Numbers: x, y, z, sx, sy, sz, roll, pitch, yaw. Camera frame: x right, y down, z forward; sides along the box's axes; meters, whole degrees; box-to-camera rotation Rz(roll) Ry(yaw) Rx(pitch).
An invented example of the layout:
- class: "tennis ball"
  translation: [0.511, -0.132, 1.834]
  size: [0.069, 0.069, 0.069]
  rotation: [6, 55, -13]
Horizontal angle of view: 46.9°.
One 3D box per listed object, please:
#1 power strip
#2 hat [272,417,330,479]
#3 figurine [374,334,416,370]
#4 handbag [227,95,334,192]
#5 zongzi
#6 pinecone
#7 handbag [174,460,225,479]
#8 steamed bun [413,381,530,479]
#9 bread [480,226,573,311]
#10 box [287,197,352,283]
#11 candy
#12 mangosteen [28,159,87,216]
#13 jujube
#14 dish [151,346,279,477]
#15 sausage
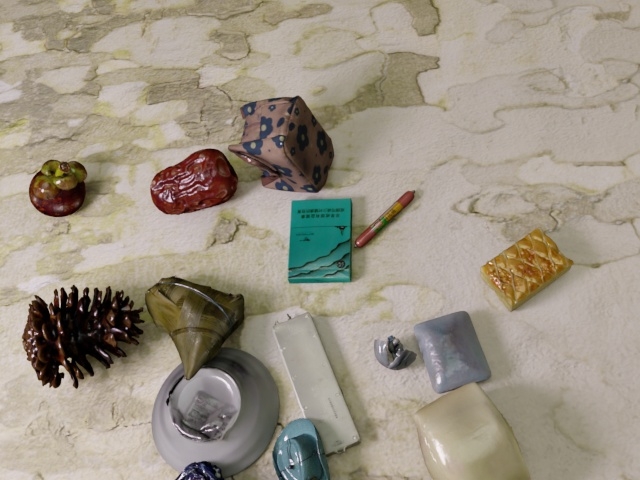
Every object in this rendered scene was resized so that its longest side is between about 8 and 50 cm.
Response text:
- class: "power strip"
  translation: [-0.016, 0.329, 1.735]
  size: [0.106, 0.043, 0.367]
  rotation: [-22, 64, -3]
- class: "hat"
  translation: [-0.049, 0.487, 1.626]
  size: [0.138, 0.078, 0.191]
  rotation: [-36, 62, 25]
- class: "figurine"
  translation: [0.168, 0.256, 1.717]
  size: [0.082, 0.094, 0.086]
  rotation: [-24, 57, -17]
- class: "handbag"
  translation: [-0.102, -0.241, 1.916]
  size: [0.193, 0.251, 0.190]
  rotation: [3, 64, 29]
- class: "zongzi"
  translation: [-0.343, 0.207, 1.752]
  size: [0.251, 0.125, 0.274]
  rotation: [14, 39, 18]
- class: "pinecone"
  translation: [-0.564, 0.219, 1.768]
  size: [0.292, 0.246, 0.246]
  rotation: [-18, 63, -12]
- class: "handbag"
  translation: [-0.285, 0.608, 1.586]
  size: [0.162, 0.113, 0.260]
  rotation: [39, 89, 22]
- class: "steamed bun"
  translation: [0.316, 0.439, 1.569]
  size: [0.200, 0.154, 0.250]
  rotation: [-26, 61, -5]
- class: "bread"
  translation: [0.490, 0.067, 1.771]
  size: [0.188, 0.068, 0.125]
  rotation: [-33, 64, -8]
- class: "box"
  translation: [0.000, 0.000, 1.892]
  size: [0.161, 0.042, 0.226]
  rotation: [-3, 64, 8]
- class: "candy"
  translation: [0.303, 0.255, 1.706]
  size: [0.138, 0.071, 0.174]
  rotation: [-17, 63, 0]
- class: "mangosteen"
  translation: [-0.716, -0.154, 1.995]
  size: [0.146, 0.181, 0.156]
  rotation: [12, 48, 13]
- class: "jujube"
  translation: [-0.336, -0.152, 1.962]
  size: [0.230, 0.155, 0.155]
  rotation: [-18, 63, 11]
- class: "dish"
  translation: [-0.256, 0.385, 1.709]
  size: [0.317, 0.106, 0.316]
  rotation: [-3, 64, 7]
- class: "sausage"
  translation: [0.166, -0.056, 1.900]
  size: [0.223, 0.029, 0.029]
  rotation: [-43, 66, -12]
